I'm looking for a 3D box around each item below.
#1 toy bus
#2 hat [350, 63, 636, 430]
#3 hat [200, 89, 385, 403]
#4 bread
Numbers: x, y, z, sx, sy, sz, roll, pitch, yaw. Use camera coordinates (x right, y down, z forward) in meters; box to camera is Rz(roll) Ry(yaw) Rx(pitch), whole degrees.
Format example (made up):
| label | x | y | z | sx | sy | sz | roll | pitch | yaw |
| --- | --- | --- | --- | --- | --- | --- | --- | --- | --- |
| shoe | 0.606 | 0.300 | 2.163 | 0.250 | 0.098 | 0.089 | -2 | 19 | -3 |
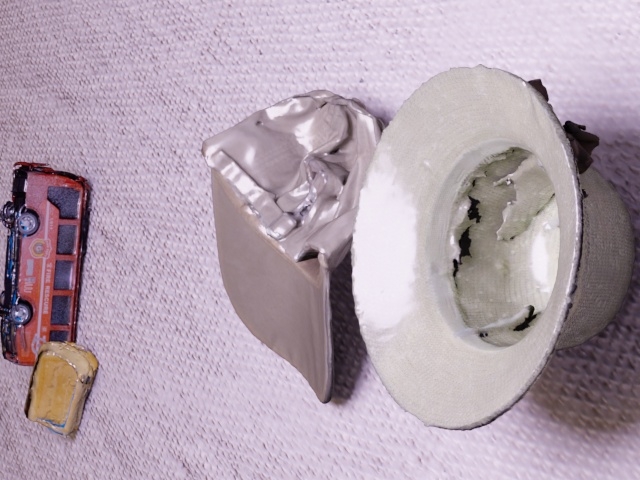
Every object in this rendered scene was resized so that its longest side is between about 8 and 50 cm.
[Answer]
| label | x | y | z | sx | sy | sz | roll | pitch | yaw |
| --- | --- | --- | --- | --- | --- | --- | --- | --- | --- |
| toy bus | -0.324 | 0.028 | 1.970 | 0.073 | 0.096 | 0.235 | 13 | 97 | 59 |
| hat | 0.142 | 0.008 | 1.195 | 0.257 | 0.130 | 0.257 | -12 | 75 | 56 |
| hat | 0.000 | 0.000 | 1.492 | 0.214 | 0.149 | 0.245 | 43 | 158 | 44 |
| bread | -0.297 | 0.166 | 1.940 | 0.072 | 0.053 | 0.106 | 26 | 116 | 13 |
